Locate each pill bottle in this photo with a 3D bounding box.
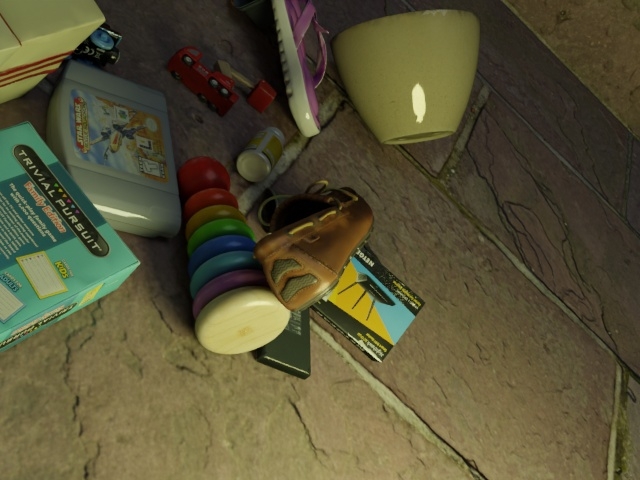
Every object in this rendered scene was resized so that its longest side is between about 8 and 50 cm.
[{"bbox_3d":[-0.105,-0.161,1.529,0.065,0.065,0.116,40,37,-11],"label":"pill bottle"}]

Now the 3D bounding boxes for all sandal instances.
[{"bbox_3d":[-0.027,-0.399,1.741,0.169,0.102,0.416,60,20,-66],"label":"sandal"}]

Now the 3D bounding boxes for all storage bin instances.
[{"bbox_3d":[-0.138,-0.524,1.818,0.091,0.098,0.135,51,23,-49],"label":"storage bin"}]

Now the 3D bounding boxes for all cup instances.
[{"bbox_3d":[0.199,-0.340,1.839,0.331,0.331,0.237,-6,88,-48],"label":"cup"}]

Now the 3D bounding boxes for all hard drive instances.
[{"bbox_3d":[-0.058,0.146,1.333,0.094,0.022,0.135,26,41,-28],"label":"hard drive"}]

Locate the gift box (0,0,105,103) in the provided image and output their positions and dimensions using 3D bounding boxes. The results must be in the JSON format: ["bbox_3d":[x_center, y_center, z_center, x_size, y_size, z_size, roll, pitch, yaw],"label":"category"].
[{"bbox_3d":[-0.500,-0.315,1.112,0.276,0.255,0.258,52,34,-5],"label":"gift box"}]

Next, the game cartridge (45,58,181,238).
[{"bbox_3d":[-0.323,-0.148,1.305,0.198,0.062,0.297,19,45,-40],"label":"game cartridge"}]

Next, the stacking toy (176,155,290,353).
[{"bbox_3d":[-0.158,0.004,1.288,0.141,0.141,0.330,12,42,-39],"label":"stacking toy"}]

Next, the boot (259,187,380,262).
[{"bbox_3d":[-0.001,0.002,1.480,0.208,0.076,0.190,24,30,-39],"label":"boot"}]

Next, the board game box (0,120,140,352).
[{"bbox_3d":[-0.425,0.008,1.031,0.254,0.079,0.336,51,36,4],"label":"board game box"}]

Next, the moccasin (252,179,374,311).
[{"bbox_3d":[-0.017,-0.019,1.288,0.147,0.139,0.380,53,26,-6],"label":"moccasin"}]

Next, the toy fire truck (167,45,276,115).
[{"bbox_3d":[-0.185,-0.303,1.592,0.192,0.047,0.135,40,36,-10],"label":"toy fire truck"}]

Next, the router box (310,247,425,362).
[{"bbox_3d":[0.071,0.101,1.428,0.179,0.046,0.133,40,76,-10],"label":"router box"}]

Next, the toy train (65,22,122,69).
[{"bbox_3d":[-0.415,-0.348,1.373,0.184,0.080,0.105,19,39,-34],"label":"toy train"}]
